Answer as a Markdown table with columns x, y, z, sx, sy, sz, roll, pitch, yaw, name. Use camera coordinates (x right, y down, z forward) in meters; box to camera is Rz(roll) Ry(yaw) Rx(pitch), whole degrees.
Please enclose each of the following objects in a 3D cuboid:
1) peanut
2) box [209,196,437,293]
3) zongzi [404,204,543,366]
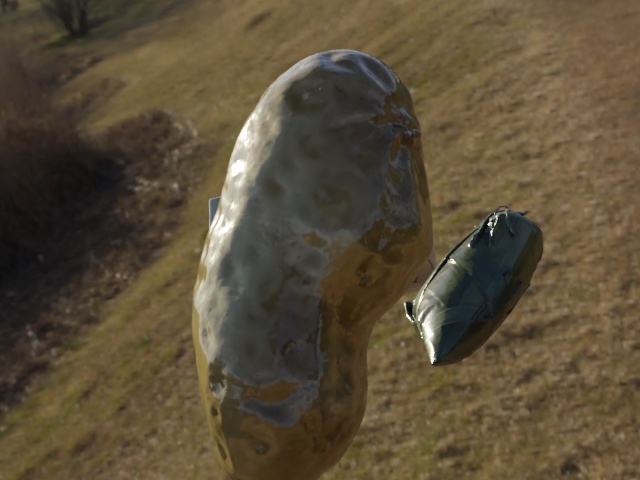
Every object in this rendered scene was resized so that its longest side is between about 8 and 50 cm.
| x | y | z | sx | sy | sz | roll | pitch | yaw | name |
| --- | --- | --- | --- | --- | --- | --- | --- | --- | --- |
| -0.005 | 0.024 | 0.900 | 0.192 | 0.387 | 0.169 | 10 | -10 | 26 | peanut |
| 0.000 | 0.000 | 1.142 | 0.242 | 0.067 | 0.155 | -13 | 55 | 14 | box |
| 0.102 | 0.027 | 0.643 | 0.109 | 0.055 | 0.119 | -51 | 0 | 4 | zongzi |
